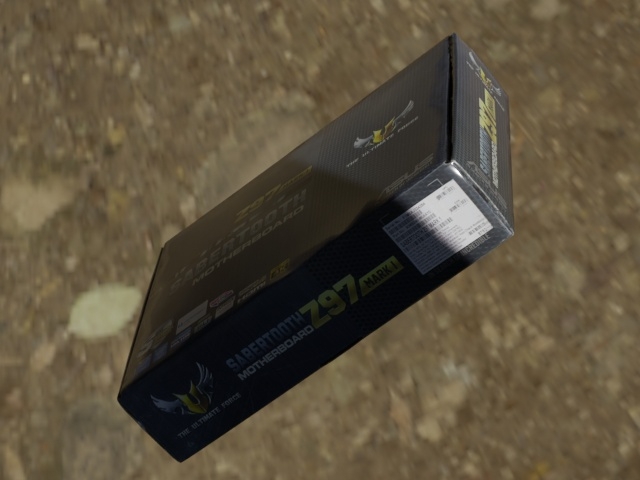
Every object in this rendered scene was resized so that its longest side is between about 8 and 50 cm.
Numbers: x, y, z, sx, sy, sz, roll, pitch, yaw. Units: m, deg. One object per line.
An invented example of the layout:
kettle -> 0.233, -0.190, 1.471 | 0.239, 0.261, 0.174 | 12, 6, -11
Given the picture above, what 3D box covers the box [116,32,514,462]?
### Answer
box -> 0.000, 0.000, 1.097 | 0.233, 0.183, 0.059 | -35, 109, 20
